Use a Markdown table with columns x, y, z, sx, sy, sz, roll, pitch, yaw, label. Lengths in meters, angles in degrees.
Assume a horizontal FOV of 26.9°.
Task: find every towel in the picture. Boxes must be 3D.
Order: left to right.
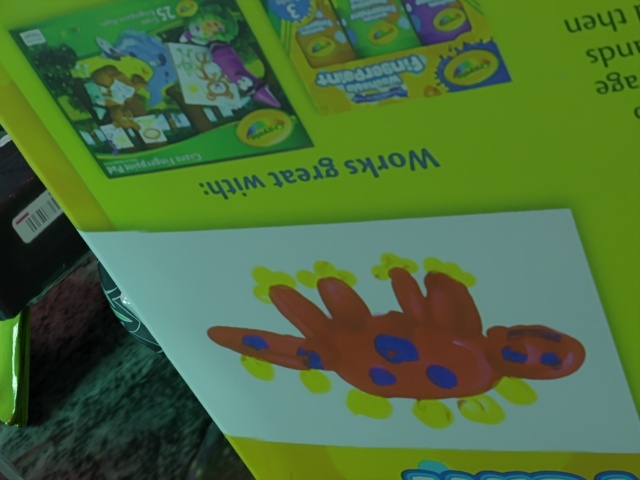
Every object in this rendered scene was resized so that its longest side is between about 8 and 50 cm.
| x | y | z | sx | sy | sz | roll | pitch | yaw | label |
| --- | --- | --- | --- | --- | --- | --- | --- | --- | --- |
| -0.307 | 0.086 | 1.121 | 0.237 | 0.021 | 0.102 | 8 | 98 | 50 | towel |

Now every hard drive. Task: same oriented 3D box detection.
| x | y | z | sx | sy | sz | roll | pitch | yaw | label |
| --- | --- | --- | --- | --- | --- | --- | --- | --- | --- |
| -0.215 | -0.037 | 0.883 | 0.339 | 0.064 | 0.237 | -5 | 35 | 49 | hard drive |

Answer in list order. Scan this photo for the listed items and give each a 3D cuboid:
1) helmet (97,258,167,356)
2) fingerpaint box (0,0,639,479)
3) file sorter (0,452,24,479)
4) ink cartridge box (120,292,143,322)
| x | y | z | sx | sy | sz | roll | pitch | yaw | label |
| --- | --- | --- | --- | --- | --- | --- | --- | --- | --- |
| -0.070 | 0.002 | 0.897 | 0.161 | 0.169 | 0.169 | -27 | 33 | -5 | helmet |
| 0.142 | -0.039 | 0.468 | 0.444 | 0.371 | 0.163 | -7 | 40 | 31 | fingerpaint box |
| -0.342 | 0.172 | 0.962 | 0.173 | 0.193 | 0.277 | -48 | 33 | -15 | file sorter |
| 0.000 | 0.000 | 0.798 | 0.066 | 0.189 | 0.232 | -4 | 48 | 43 | ink cartridge box |
